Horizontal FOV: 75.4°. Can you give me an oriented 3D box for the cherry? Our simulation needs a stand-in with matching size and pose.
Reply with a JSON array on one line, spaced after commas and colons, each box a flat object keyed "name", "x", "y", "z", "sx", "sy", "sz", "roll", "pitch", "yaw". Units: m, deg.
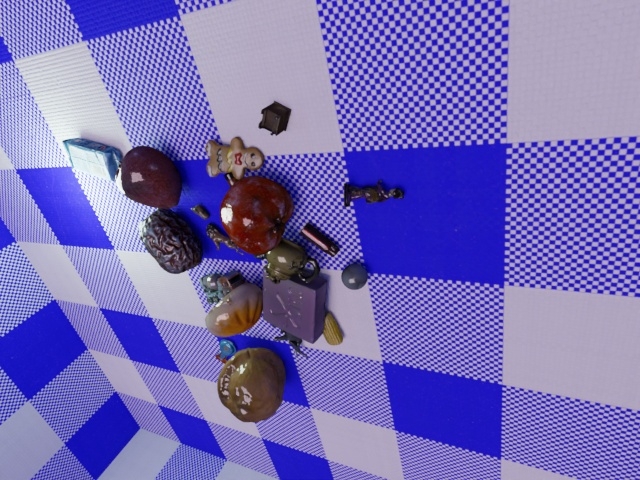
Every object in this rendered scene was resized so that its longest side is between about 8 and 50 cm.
[{"name": "cherry", "x": -0.706, "y": -0.256, "z": 1.711, "sx": 0.307, "sy": 0.221, "sz": 0.261, "roll": 39, "pitch": 142, "yaw": -19}]

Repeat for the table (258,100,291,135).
[{"name": "table", "x": -0.155, "y": -0.405, "z": 1.386, "sx": 0.070, "sy": 0.082, "sz": 0.083, "roll": 30, "pitch": 132, "yaw": 8}]

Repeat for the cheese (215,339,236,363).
[{"name": "cheese", "x": -0.547, "y": 0.638, "z": 2.376, "sx": 0.106, "sy": 0.037, "sz": 0.256, "roll": 36, "pitch": 133, "yaw": 3}]

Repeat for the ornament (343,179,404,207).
[{"name": "ornament", "x": 0.177, "y": -0.164, "z": 1.389, "sx": 0.203, "sy": 0.088, "sz": 0.081, "roll": -6, "pitch": 95, "yaw": 18}]

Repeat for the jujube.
[{"name": "jujube", "x": -0.682, "y": 0.004, "z": 1.890, "sx": 0.226, "sy": 0.226, "sz": 0.317, "roll": -23, "pitch": 104, "yaw": 38}]

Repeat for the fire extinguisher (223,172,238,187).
[{"name": "fire extinguisher", "x": -0.321, "y": -0.193, "z": 1.652, "sx": 0.062, "sy": 0.050, "sz": 0.177, "roll": -15, "pitch": 116, "yaw": 25}]

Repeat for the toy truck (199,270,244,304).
[{"name": "toy truck", "x": -0.481, "y": 0.215, "z": 1.996, "sx": 0.256, "sy": 0.108, "sz": 0.140, "roll": -19, "pitch": 98, "yaw": 40}]

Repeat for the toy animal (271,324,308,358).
[{"name": "toy animal", "x": -0.150, "y": 0.462, "z": 1.999, "sx": 0.137, "sy": 0.082, "sz": 0.270, "roll": 2, "pitch": 122, "yaw": 29}]

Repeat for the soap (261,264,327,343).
[{"name": "soap", "x": -0.116, "y": 0.259, "z": 1.788, "sx": 0.285, "sy": 0.107, "sz": 0.297, "roll": 19, "pitch": 122, "yaw": 28}]

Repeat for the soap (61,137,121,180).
[{"name": "soap", "x": -1.032, "y": -0.371, "z": 1.898, "sx": 0.293, "sy": 0.077, "sz": 0.156, "roll": 18, "pitch": 128, "yaw": 16}]

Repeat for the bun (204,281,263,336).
[{"name": "bun", "x": -0.366, "y": 0.334, "z": 1.873, "sx": 0.165, "sy": 0.299, "sz": 0.299, "roll": 45, "pitch": 133, "yaw": 12}]

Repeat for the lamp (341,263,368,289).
[{"name": "lamp", "x": 0.132, "y": 0.140, "z": 1.603, "sx": 0.105, "sy": 0.105, "sz": 0.105, "roll": 15, "pitch": 128, "yaw": 19}]

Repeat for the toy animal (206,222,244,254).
[{"name": "toy animal", "x": -0.431, "y": 0.009, "z": 1.844, "sx": 0.219, "sy": 0.069, "sz": 0.086, "roll": 33, "pitch": 122, "yaw": 2}]

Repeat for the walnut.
[{"name": "walnut", "x": -0.346, "y": 0.745, "z": 2.145, "sx": 0.383, "sy": 0.384, "sz": 0.384, "roll": 15, "pitch": 128, "yaw": 19}]

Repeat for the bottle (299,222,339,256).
[{"name": "bottle", "x": 0.000, "y": 0.000, "z": 1.606, "sx": 0.164, "sy": 0.060, "sz": 0.060, "roll": 38, "pitch": 132, "yaw": 0}]

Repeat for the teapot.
[{"name": "teapot", "x": -0.138, "y": 0.093, "z": 1.649, "sx": 0.269, "sy": 0.173, "sz": 0.183, "roll": 27, "pitch": 89, "yaw": 0}]

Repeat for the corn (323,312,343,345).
[{"name": "corn", "x": 0.042, "y": 0.397, "z": 1.859, "sx": 0.085, "sy": 0.063, "sz": 0.165, "roll": -1, "pitch": 120, "yaw": 43}]

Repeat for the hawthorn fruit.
[{"name": "hawthorn fruit", "x": -0.233, "y": -0.098, "z": 1.535, "sx": 0.284, "sy": 0.284, "sz": 0.285, "roll": 15, "pitch": 128, "yaw": 19}]

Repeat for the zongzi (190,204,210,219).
[{"name": "zongzi", "x": -0.535, "y": -0.120, "z": 1.833, "sx": 0.083, "sy": 0.040, "sz": 0.076, "roll": -15, "pitch": 121, "yaw": 48}]

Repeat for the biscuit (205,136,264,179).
[{"name": "biscuit", "x": -0.327, "y": -0.306, "z": 1.554, "sx": 0.240, "sy": 0.035, "sz": 0.158, "roll": 2, "pitch": 109, "yaw": 17}]
